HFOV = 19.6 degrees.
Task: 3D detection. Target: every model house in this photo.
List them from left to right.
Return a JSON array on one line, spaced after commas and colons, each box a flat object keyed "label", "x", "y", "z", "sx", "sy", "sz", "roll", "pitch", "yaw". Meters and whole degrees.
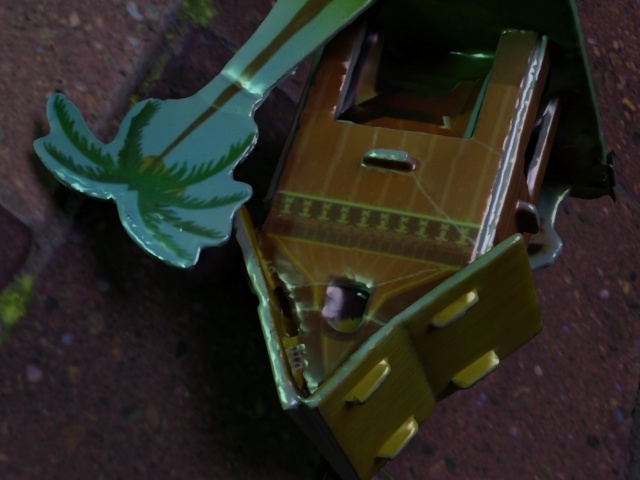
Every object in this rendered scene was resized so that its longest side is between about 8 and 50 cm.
[{"label": "model house", "x": 0.000, "y": 0.000, "z": 1.291, "sx": 0.300, "sy": 0.340, "sz": 0.324, "roll": 64, "pitch": 39, "yaw": -60}]
